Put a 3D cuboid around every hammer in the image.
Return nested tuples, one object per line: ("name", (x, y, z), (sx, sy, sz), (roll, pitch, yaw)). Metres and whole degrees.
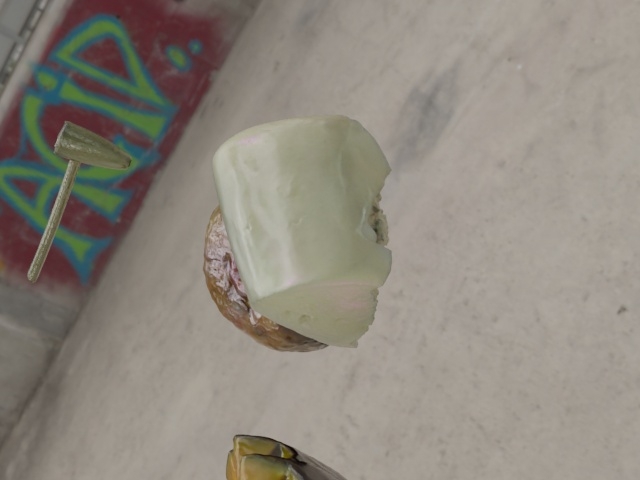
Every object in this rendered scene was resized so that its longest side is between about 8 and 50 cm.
("hammer", (-0.216, -0.021, 0.837), (0.195, 0.060, 0.028), (-56, 16, 43))

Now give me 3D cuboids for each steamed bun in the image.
("steamed bun", (0.007, -0.013, 0.982), (0.170, 0.200, 0.226), (-27, 66, 27))

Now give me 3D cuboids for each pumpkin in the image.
("pumpkin", (0.011, 0.223, 0.704), (0.254, 0.149, 0.130), (-106, 24, -56))

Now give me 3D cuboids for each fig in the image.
("fig", (0.000, 0.000, 1.511), (0.286, 0.286, 0.368), (-40, -6, 41))
